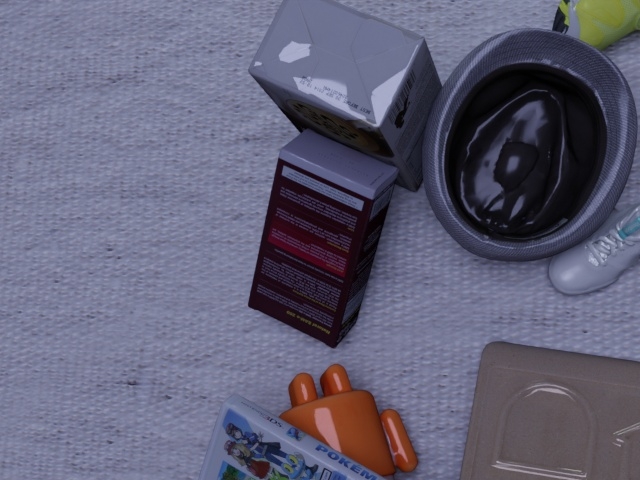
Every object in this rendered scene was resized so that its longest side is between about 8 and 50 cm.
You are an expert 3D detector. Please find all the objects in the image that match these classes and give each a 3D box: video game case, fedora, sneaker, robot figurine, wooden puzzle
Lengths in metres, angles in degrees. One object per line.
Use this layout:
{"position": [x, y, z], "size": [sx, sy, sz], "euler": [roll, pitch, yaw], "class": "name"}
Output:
{"position": [-0.024, 0.380, 1.431], "size": [0.300, 0.036, 0.329], "euler": [27, 119, 16], "class": "video game case"}
{"position": [0.245, -0.110, 1.477], "size": [0.243, 0.124, 0.275], "euler": [16, 94, 3], "class": "fedora"}
{"position": [0.449, -0.334, 1.474], "size": [0.384, 0.145, 0.147], "euler": [-38, 74, 6], "class": "sneaker"}
{"position": [0.021, 0.264, 1.476], "size": [0.128, 0.158, 0.219], "euler": [-27, 73, 37], "class": "robot figurine"}
{"position": [0.365, -0.008, 1.460], "size": [0.212, 0.094, 0.080], "euler": [-31, 76, 7], "class": "sneaker"}
{"position": [0.321, 0.296, 1.398], "size": [0.322, 0.080, 0.348], "euler": [7, 61, 14], "class": "wooden puzzle"}

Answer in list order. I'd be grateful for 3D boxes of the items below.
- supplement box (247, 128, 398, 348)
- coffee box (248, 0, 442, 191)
{"position": [0.000, 0.000, 1.489], "size": [0.130, 0.073, 0.239], "euler": [26, 125, 16], "class": "supplement box"}
{"position": [0.047, -0.173, 1.457], "size": [0.168, 0.297, 0.119], "euler": [26, 85, 16], "class": "coffee box"}
